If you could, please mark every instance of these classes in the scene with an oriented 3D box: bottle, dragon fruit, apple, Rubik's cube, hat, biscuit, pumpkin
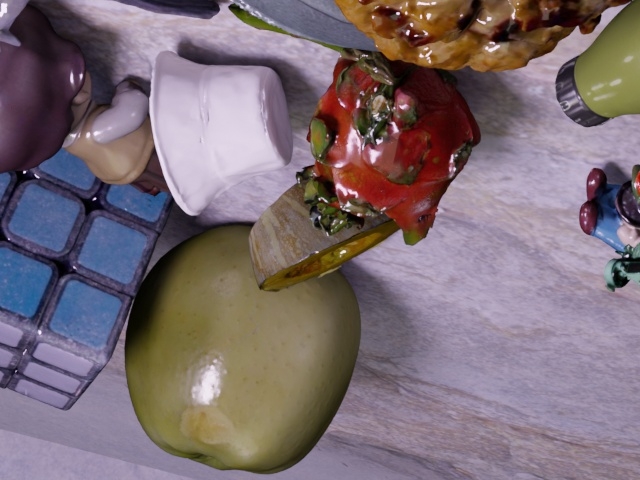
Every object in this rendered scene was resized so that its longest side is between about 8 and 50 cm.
[{"bbox_3d":[0.318,-0.174,1.130,0.112,0.112,0.260,29,151,-22],"label":"bottle"},{"bbox_3d":[0.052,-0.088,1.354,0.269,0.198,0.200,-43,162,30],"label":"dragon fruit"},{"bbox_3d":[-0.119,0.160,1.813,0.357,0.357,0.357,14,153,7],"label":"apple"},{"bbox_3d":[-0.403,0.024,1.738,0.305,0.301,0.304,22,153,-11],"label":"Rubik's cube"},{"bbox_3d":[-0.104,-0.131,1.434,0.126,0.203,0.203,-8,147,15],"label":"hat"},{"bbox_3d":[0.151,-0.254,1.002,0.289,0.081,0.334,4,141,-12],"label":"biscuit"},{"bbox_3d":[-0.004,-0.018,1.614,0.110,0.217,0.217,58,150,6],"label":"pumpkin"}]

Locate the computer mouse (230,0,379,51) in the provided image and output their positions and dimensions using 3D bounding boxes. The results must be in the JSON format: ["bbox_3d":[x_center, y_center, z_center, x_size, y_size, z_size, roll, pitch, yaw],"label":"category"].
[{"bbox_3d":[0.004,-0.268,1.140,0.374,0.114,0.203,22,153,-8],"label":"computer mouse"}]

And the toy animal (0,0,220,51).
[{"bbox_3d":[-0.304,-0.271,1.293,0.367,0.081,0.206,34,113,-28],"label":"toy animal"}]

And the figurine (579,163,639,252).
[{"bbox_3d":[0.391,-0.046,1.340,0.185,0.127,0.234,28,163,-3],"label":"figurine"}]

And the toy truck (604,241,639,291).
[{"bbox_3d":[0.376,0.042,1.317,0.154,0.078,0.080,30,164,-27],"label":"toy truck"}]

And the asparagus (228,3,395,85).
[{"bbox_3d":[-0.006,-0.206,1.283,0.236,0.034,0.027,28,172,37],"label":"asparagus"}]

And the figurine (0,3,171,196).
[{"bbox_3d":[-0.308,-0.169,1.508,0.365,0.206,0.218,8,-172,-40],"label":"figurine"}]
